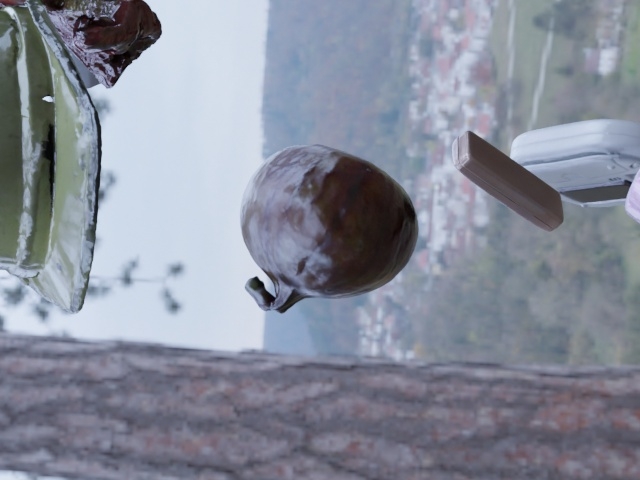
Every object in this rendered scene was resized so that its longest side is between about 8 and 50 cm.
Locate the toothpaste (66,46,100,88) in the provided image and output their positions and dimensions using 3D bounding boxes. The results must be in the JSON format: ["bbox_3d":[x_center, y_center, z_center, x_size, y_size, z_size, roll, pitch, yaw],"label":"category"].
[{"bbox_3d":[-0.295,-0.329,1.179,0.080,0.125,0.371,-39,-40,-25],"label":"toothpaste"}]

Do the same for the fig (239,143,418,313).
[{"bbox_3d":[0.011,-0.014,1.419,0.235,0.235,0.214,102,175,-67],"label":"fig"}]

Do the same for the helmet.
[{"bbox_3d":[-0.249,-0.063,0.765,0.257,0.137,0.204,50,135,52],"label":"helmet"}]

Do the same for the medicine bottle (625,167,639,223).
[{"bbox_3d":[0.601,-0.033,1.486,0.256,0.325,0.256,-38,-27,-24],"label":"medicine bottle"}]

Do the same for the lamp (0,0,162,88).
[{"bbox_3d":[-0.242,-0.261,0.951,0.151,0.215,0.223,-57,-30,-18],"label":"lamp"}]

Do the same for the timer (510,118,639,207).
[{"bbox_3d":[0.453,-0.120,1.808,0.262,0.237,0.087,-6,70,50],"label":"timer"}]

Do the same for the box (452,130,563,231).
[{"bbox_3d":[0.165,-0.051,0.985,0.025,0.115,0.048,-45,24,35],"label":"box"}]
